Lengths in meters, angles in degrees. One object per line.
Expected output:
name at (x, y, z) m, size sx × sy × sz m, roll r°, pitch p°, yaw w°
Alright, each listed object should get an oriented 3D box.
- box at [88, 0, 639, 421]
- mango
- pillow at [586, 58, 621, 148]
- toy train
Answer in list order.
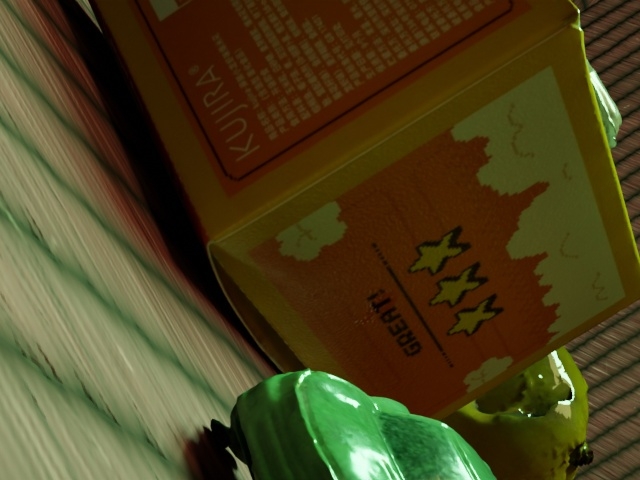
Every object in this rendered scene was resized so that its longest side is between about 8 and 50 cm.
box at (0.018, -0.074, 0.679) m, size 0.283 × 0.214 × 0.259 m, roll 62°, pitch 2°, yaw 39°
mango at (0.081, 0.083, 0.801) m, size 0.156 × 0.151 × 0.248 m, roll -14°, pitch 56°, yaw -44°
pillow at (0.115, -0.146, 0.681) m, size 0.211 × 0.034 × 0.135 m, roll 60°, pitch -1°, yaw -8°
toy train at (0.031, 0.099, 0.392) m, size 0.149 × 0.081 × 0.099 m, roll 55°, pitch 5°, yaw -42°
